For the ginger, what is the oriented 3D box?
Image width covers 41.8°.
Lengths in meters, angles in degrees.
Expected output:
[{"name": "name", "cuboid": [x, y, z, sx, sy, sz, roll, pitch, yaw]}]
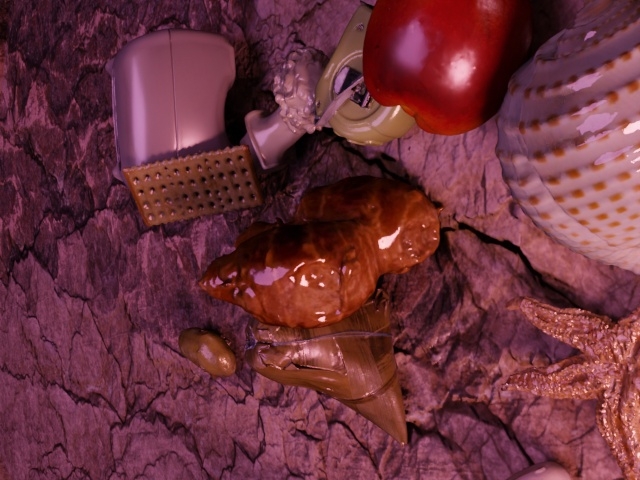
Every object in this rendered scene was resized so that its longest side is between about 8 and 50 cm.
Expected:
[{"name": "ginger", "cuboid": [-0.007, 0.006, 1.279, 0.274, 0.357, 0.152, 37, 154, 47]}]

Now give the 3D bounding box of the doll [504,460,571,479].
[{"name": "doll", "cuboid": [0.307, 0.386, 1.115, 0.110, 0.107, 0.181, -29, 65, 13]}]

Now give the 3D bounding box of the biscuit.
[{"name": "biscuit", "cuboid": [-0.224, -0.095, 1.501, 0.016, 0.231, 0.139, -91, -11, -52]}]

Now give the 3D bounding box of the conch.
[{"name": "conch", "cuboid": [0.310, -0.107, 0.938, 0.303, 0.215, 0.319, 11, 105, 61]}]

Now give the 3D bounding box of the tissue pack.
[{"name": "tissue pack", "cuboid": [-0.282, -0.231, 1.594, 0.229, 0.236, 0.333, -148, 54, -73]}]

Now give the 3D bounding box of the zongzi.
[{"name": "zongzi", "cuboid": [0.011, 0.227, 1.347, 0.125, 0.250, 0.274, 170, 89, -68]}]

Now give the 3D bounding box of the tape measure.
[{"name": "tape measure", "cuboid": [0.074, -0.234, 1.270, 0.175, 0.106, 0.200, 43, 110, 29]}]

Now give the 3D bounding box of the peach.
[{"name": "peach", "cuboid": [0.171, -0.252, 1.063, 0.199, 0.243, 0.243, 38, 125, 36]}]

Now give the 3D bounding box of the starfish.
[{"name": "starfish", "cuboid": [0.358, 0.173, 1.046, 0.302, 0.060, 0.299, 21, 119, 42]}]

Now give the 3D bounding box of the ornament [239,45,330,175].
[{"name": "ornament", "cuboid": [-0.059, -0.202, 1.449, 0.130, 0.120, 0.285, 59, 139, 18]}]

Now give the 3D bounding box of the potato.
[{"name": "potato", "cuboid": [-0.246, 0.234, 1.806, 0.188, 0.085, 0.105, 9, 126, 54]}]
